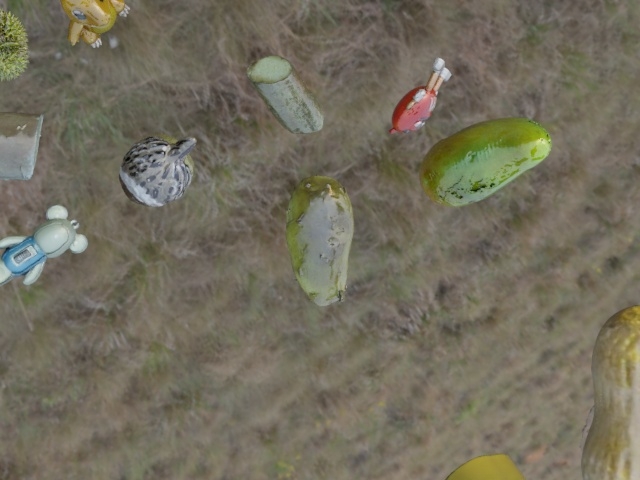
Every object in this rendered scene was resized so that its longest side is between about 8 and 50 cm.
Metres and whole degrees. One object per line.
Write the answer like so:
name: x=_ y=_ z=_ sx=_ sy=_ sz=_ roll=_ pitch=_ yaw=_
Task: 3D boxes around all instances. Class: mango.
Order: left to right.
mango: x=0.235 y=-0.117 z=1.121 sx=0.125 sy=0.111 sz=0.232 roll=-35 pitch=-172 yaw=-35

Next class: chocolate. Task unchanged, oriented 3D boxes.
chocolate: x=0.397 y=0.230 z=0.943 sx=0.134 sy=0.134 sz=0.310 roll=-4 pitch=100 yaw=-46

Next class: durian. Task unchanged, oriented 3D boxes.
durian: x=-0.645 y=-0.373 z=1.466 sx=0.159 sy=0.198 sz=0.146 roll=-52 pitch=157 yaw=-63

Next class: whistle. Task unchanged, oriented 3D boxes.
whistle: x=-0.602 y=0.027 z=1.569 sx=0.235 sy=0.114 sz=0.077 roll=-35 pitch=-168 yaw=-9

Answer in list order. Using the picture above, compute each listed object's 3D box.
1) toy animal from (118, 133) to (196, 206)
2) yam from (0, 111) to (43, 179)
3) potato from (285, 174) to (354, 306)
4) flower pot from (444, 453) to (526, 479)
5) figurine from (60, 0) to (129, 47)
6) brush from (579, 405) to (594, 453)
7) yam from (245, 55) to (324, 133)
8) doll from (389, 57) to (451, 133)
toy animal: x=-0.213 y=-0.093 z=1.001 sx=0.098 sy=0.098 sz=0.137 roll=-17 pitch=179 yaw=-31
yam: x=-0.492 y=-0.127 z=0.968 sx=0.259 sy=0.093 sz=0.093 roll=2 pitch=143 yaw=-17
potato: x=0.000 y=0.000 z=1.292 sx=0.117 sy=0.226 sz=0.090 roll=-3 pitch=-178 yaw=-2
flower pot: x=0.276 y=0.462 z=1.181 sx=0.195 sy=0.179 sz=0.195 roll=-19 pitch=132 yaw=-23
figurine: x=-0.355 y=-0.360 z=1.120 sx=0.121 sy=0.122 sz=0.176 roll=-46 pitch=-165 yaw=-1
brush: x=0.518 y=0.356 z=1.289 sx=0.166 sy=0.174 sz=0.267 roll=1 pitch=152 yaw=-21
yam: x=-0.051 y=-0.213 z=1.125 sx=0.069 sy=0.070 sz=0.146 roll=-35 pitch=143 yaw=4
doll: x=0.251 y=-0.350 z=1.918 sx=0.217 sy=0.085 sz=0.183 roll=-51 pitch=168 yaw=11
